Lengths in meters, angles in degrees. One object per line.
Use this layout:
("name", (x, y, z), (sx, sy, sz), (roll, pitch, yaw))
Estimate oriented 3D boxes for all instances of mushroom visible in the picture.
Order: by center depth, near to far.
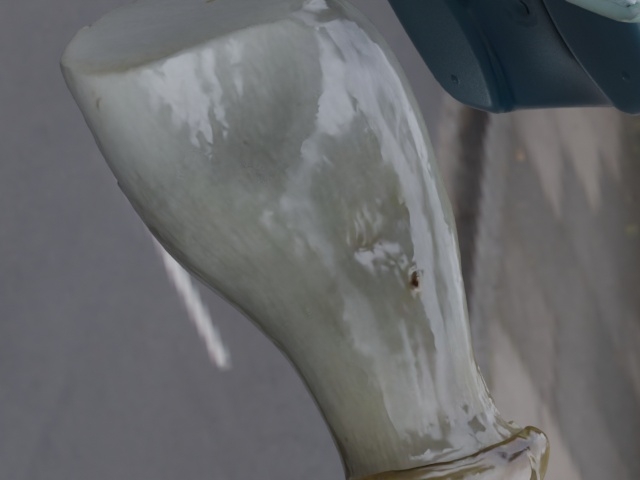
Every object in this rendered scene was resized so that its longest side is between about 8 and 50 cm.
("mushroom", (0.000, 0.000, 0.672), (0.116, 0.093, 0.225), (-30, 88, -31))

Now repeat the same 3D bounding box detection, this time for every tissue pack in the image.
("tissue pack", (0.190, -0.200, 1.278), (0.198, 0.206, 0.287), (59, -22, -18))

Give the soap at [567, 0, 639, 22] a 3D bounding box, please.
("soap", (0.124, -0.352, 0.894), (0.156, 0.261, 0.446), (-16, 126, -56))
